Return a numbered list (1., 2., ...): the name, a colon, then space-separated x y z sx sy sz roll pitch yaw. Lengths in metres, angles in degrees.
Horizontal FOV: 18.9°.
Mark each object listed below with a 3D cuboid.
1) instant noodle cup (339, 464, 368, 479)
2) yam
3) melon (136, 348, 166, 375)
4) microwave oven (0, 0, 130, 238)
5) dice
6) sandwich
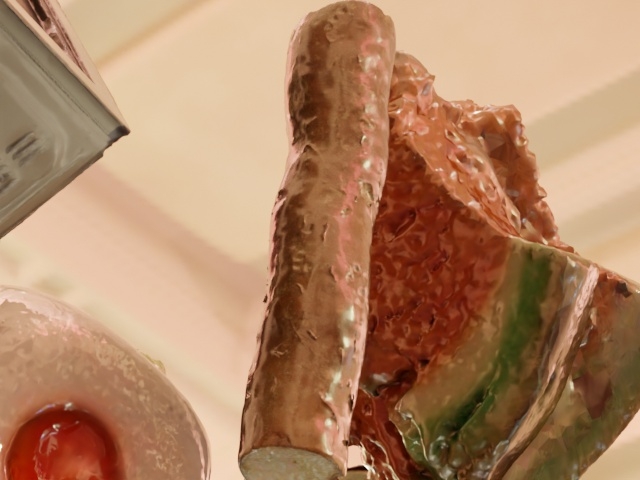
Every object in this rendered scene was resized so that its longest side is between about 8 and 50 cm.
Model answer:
1. instant noodle cup: 0.037 0.376 1.724 0.340 0.340 0.266 -8 -62 18
2. yam: 0.000 0.000 0.949 0.061 0.253 0.061 6 -25 3
3. melon: -0.224 0.094 1.773 0.114 0.053 0.262 33 -4 27
4. microwave oven: -0.199 -0.089 0.884 0.162 0.208 0.122 -38 -50 4
5. dice: -0.200 0.153 1.228 0.194 0.193 0.192 43 -30 -20
6. sandwich: 0.100 0.022 1.187 0.301 0.250 0.162 60 -24 -12
